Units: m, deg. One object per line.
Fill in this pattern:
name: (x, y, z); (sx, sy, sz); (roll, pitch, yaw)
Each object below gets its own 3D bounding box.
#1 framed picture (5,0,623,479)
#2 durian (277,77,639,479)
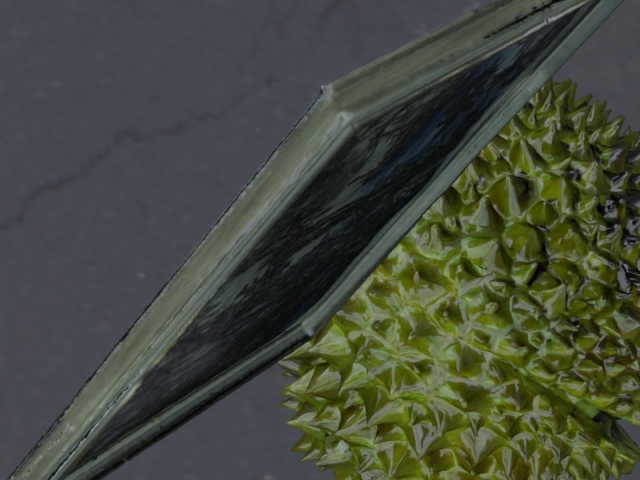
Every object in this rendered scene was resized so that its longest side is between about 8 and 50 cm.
framed picture: (0.000, 0.000, 0.480); (0.011, 0.142, 0.183); (49, 132, 9)
durian: (0.058, 0.008, 0.713); (0.159, 0.146, 0.198); (-29, 31, 30)
